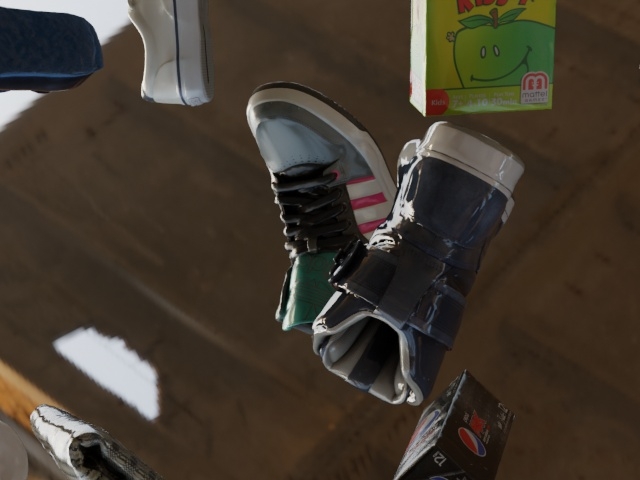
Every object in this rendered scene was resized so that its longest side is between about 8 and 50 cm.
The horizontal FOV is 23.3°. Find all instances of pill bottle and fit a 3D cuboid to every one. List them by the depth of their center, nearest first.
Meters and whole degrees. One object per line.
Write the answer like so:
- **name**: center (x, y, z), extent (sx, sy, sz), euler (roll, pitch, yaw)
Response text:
- **pill bottle**: center (-0.261, 0.162, 1.085), extent (0.120, 0.067, 0.067), euler (-17, -144, 49)

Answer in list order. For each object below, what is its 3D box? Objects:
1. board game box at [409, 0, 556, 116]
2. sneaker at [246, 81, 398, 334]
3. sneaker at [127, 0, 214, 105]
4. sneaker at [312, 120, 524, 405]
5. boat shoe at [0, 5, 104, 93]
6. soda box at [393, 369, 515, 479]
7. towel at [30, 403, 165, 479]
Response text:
- **board game box**: center (0.110, -0.178, 1.048), extent (0.092, 0.181, 0.043), euler (-4, -160, -10)
- **sneaker**: center (0.000, 0.000, 1.527), extent (0.124, 0.295, 0.178), euler (-10, -136, 32)
- **sneaker**: center (-0.179, -0.283, 1.787), extent (0.091, 0.094, 0.258), euler (-3, -90, 9)
- **sneaker**: center (0.059, 0.020, 0.986), extent (0.086, 0.226, 0.163), euler (25, -93, 6)
- **boat shoe**: center (-0.312, -0.156, 1.353), extent (0.089, 0.258, 0.109), euler (-24, -115, 43)
- **soda box**: center (0.104, 0.162, 1.204), extent (0.053, 0.060, 0.169), euler (-47, 180, 19)
- **towel**: center (-0.097, 0.251, 1.228), extent (0.056, 0.324, 0.312), euler (-51, -168, -12)
